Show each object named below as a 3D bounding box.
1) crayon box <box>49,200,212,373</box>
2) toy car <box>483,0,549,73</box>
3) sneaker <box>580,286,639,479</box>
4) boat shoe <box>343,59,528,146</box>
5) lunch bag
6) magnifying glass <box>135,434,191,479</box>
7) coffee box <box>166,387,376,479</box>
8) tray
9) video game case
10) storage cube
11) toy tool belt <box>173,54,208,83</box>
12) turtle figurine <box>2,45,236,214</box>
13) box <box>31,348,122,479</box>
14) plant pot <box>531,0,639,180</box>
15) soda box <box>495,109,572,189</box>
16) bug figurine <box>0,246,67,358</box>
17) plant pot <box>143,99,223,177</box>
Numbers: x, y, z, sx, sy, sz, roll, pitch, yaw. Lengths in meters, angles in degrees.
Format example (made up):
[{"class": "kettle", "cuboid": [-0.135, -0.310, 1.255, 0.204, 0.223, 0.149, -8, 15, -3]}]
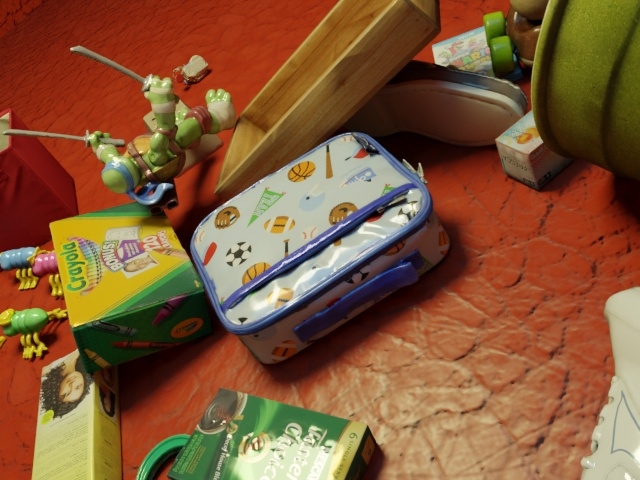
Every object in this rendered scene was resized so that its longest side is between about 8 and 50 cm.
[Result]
[{"class": "crayon box", "cuboid": [-0.274, 0.048, 0.903, 0.165, 0.081, 0.278, -17, 35, -19]}, {"class": "toy car", "cuboid": [0.306, -0.351, 0.894, 0.155, 0.188, 0.149, -9, 44, 14]}, {"class": "sneaker", "cuboid": [0.252, 0.158, 0.481, 0.129, 0.111, 0.297, -20, 39, 23]}, {"class": "boat shoe", "cuboid": [0.153, -0.206, 0.916, 0.324, 0.116, 0.096, 12, 59, 47]}, {"class": "lunch bag", "cuboid": [0.000, 0.000, 0.800, 0.303, 0.115, 0.243, -33, 41, -1]}, {"class": "magnifying glass", "cuboid": [-0.128, 0.289, 0.649, 0.092, 0.026, 0.231, -36, 38, -7]}, {"class": "coffee box", "cuboid": [-0.048, 0.217, 0.639, 0.184, 0.040, 0.113, 7, 48, 30]}, {"class": "tray", "cuboid": [0.001, -0.228, 0.929, 0.411, 0.076, 0.202, -40, 30, 38]}, {"class": "video game case", "cuboid": [0.243, -0.284, 1.016, 0.119, 0.015, 0.166, -17, 41, 17]}, {"class": "storage cube", "cuboid": [-0.598, -0.096, 1.215, 0.184, 0.193, 0.215, -33, 40, -2]}, {"class": "toy tool belt", "cuboid": [-0.290, -0.371, 1.429, 0.083, 0.052, 0.051, -42, 9, -17]}, {"class": "turtle figurine", "cuboid": [-0.272, -0.192, 0.988, 0.275, 0.198, 0.266, 36, 32, 9]}, {"class": "box", "cuboid": [-0.295, 0.234, 0.783, 0.087, 0.058, 0.232, -29, 40, 2]}, {"class": "plant pot", "cuboid": [0.437, -0.151, 0.525, 0.366, 0.366, 0.353, -39, 51, -9]}, {"class": "soda box", "cuboid": [0.306, -0.147, 0.793, 0.183, 0.063, 0.058, -38, 40, -9]}, {"class": "bug figurine", "cuboid": [-0.496, 0.093, 1.048, 0.216, 0.072, 0.279, -11, 43, 23]}, {"class": "plant pot", "cuboid": [-0.263, -0.201, 1.188, 0.109, 0.096, 0.109, -37, 39, -6]}]
